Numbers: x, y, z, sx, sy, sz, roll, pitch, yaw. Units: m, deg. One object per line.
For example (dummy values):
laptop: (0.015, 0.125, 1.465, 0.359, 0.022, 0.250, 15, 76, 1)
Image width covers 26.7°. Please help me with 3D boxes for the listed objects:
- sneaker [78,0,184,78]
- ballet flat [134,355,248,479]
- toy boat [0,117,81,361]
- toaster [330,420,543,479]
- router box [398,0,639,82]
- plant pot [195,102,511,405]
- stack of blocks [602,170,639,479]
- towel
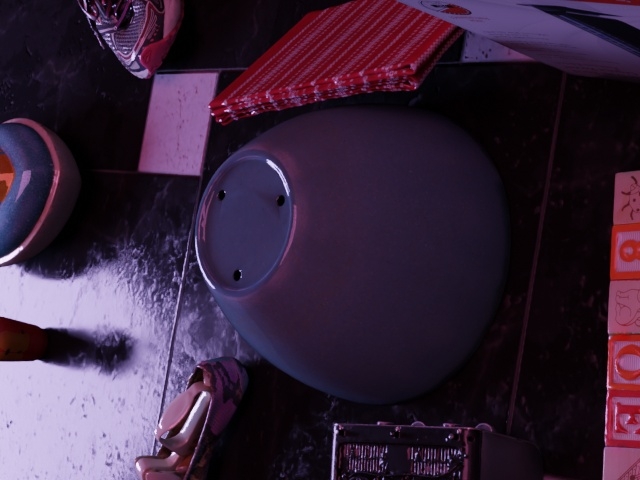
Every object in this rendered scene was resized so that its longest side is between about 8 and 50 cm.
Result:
sneaker: (-0.263, -0.308, 1.643, 0.121, 0.112, 0.299, -53, 50, 24)
ballet flat: (-0.149, 0.220, 1.428, 0.077, 0.079, 0.221, 35, 106, 43)
toy boat: (-0.415, -0.001, 1.700, 0.267, 0.148, 0.318, -19, 67, 41)
toaster: (0.094, 0.246, 1.152, 0.168, 0.110, 0.186, -7, 75, 45)
router box: (0.232, -0.179, 0.964, 0.335, 0.301, 0.082, 16, 92, 49)
plant pot: (0.000, 0.000, 1.244, 0.290, 0.195, 0.290, -13, 72, 44)
stack of blocks: (0.305, 0.094, 0.988, 0.171, 0.087, 0.297, -4, 78, 45)
towel: (0.037, -0.186, 1.289, 0.275, 0.031, 0.199, -5, 34, 45)
